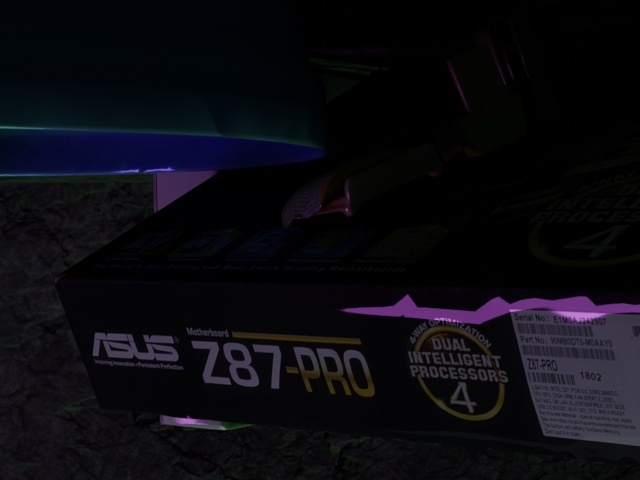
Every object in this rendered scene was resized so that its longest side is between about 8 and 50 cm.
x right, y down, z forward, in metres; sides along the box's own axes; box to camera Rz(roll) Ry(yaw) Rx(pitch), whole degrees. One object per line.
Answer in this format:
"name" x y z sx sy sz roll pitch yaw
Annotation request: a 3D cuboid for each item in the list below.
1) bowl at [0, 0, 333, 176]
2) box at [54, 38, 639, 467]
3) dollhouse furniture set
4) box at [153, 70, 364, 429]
"bowl" -0.189 -0.076 0.734 0.391 0.077 0.391 0 180 0
"box" 0.104 -0.010 0.801 0.394 0.097 0.318 0 -155 42
"dollhouse furniture set" 0.045 -0.062 0.742 0.151 0.059 0.076 -25 -173 -24
"box" 0.000 0.000 1.063 0.058 0.232 0.322 -2 179 30
